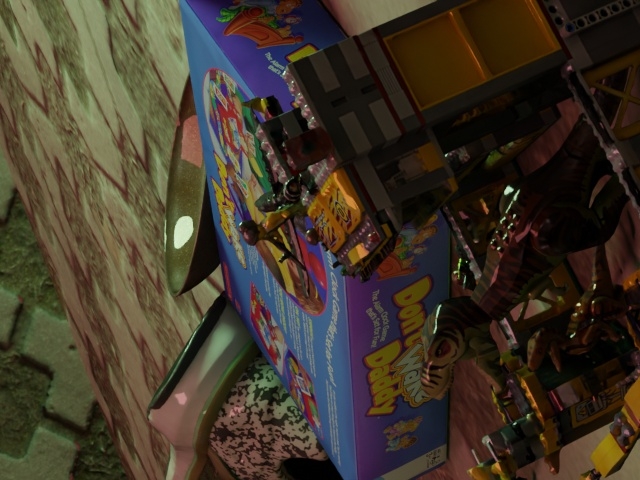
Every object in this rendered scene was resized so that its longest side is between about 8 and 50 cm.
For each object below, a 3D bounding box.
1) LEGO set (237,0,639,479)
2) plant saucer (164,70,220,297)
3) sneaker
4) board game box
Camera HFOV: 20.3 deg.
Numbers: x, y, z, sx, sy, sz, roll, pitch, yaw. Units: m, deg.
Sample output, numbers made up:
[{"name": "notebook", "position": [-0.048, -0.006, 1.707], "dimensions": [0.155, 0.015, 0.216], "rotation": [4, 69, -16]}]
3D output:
[{"name": "LEGO set", "position": [0.065, 0.015, 0.857], "dimensions": [0.255, 0.192, 0.331], "rotation": [66, 165, 0]}, {"name": "plant saucer", "position": [-0.096, -0.050, 1.481], "dimensions": [0.198, 0.036, 0.198], "rotation": [-173, 90, -77]}, {"name": "sneaker", "position": [-0.035, 0.199, 1.600], "dimensions": [0.182, 0.158, 0.410], "rotation": [33, 166, 16]}, {"name": "board game box", "position": [0.000, 0.000, 1.273], "dimensions": [0.233, 0.078, 0.347], "rotation": [55, 162, 34]}]
